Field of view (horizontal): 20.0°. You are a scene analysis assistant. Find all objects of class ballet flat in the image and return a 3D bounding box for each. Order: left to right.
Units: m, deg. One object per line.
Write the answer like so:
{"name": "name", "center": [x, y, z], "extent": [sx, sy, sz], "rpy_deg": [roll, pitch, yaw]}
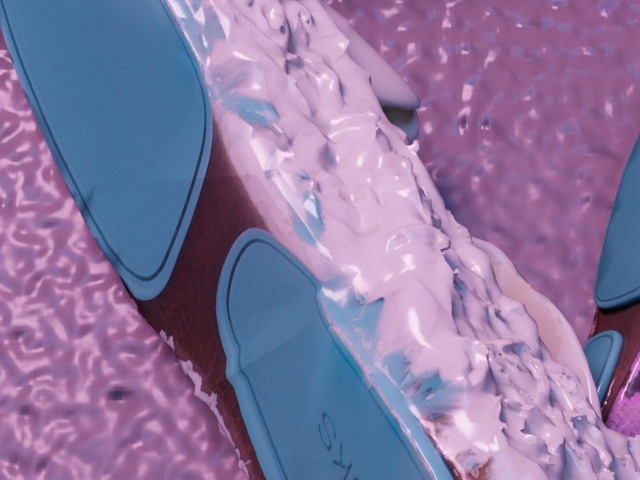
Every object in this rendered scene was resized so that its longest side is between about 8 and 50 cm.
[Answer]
{"name": "ballet flat", "center": [0.000, 0.000, 0.683], "extent": [0.147, 0.147, 0.409], "rpy_deg": [-24, 58, -10]}
{"name": "ballet flat", "center": [0.138, 0.040, 0.712], "extent": [0.079, 0.077, 0.222], "rpy_deg": [25, 75, -12]}
